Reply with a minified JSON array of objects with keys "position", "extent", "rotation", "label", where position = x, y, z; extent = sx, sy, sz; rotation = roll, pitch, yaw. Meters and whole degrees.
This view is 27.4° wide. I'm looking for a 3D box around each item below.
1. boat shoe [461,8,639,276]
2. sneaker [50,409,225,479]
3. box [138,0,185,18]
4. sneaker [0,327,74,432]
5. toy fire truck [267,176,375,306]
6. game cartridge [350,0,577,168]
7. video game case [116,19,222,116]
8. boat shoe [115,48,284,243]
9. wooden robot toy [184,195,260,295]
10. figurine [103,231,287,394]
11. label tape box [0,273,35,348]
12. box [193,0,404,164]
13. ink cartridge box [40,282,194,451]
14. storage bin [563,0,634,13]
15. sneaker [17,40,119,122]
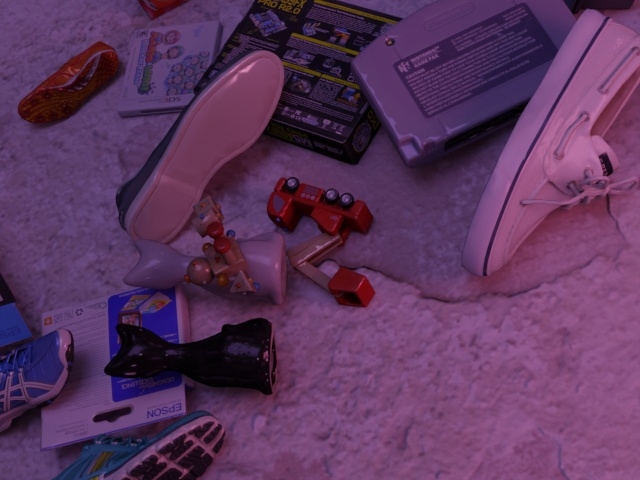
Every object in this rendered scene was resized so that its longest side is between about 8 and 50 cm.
[{"position":[0.314,-0.098,1.611],"extent":[0.156,0.136,0.367],"rotation":[27,78,15],"label":"boat shoe"},{"position":[-0.248,0.277,1.603],"extent":[0.275,0.107,0.110],"rotation":[-29,52,2],"label":"sneaker"},{"position":[-0.276,-0.492,2.069],"extent":[0.123,0.128,0.256],"rotation":[-27,55,3],"label":"box"},{"position":[-0.395,0.180,1.686],"extent":[0.211,0.081,0.080],"rotation":[-39,44,25],"label":"sneaker"},{"position":[0.000,0.000,1.714],"extent":[0.192,0.047,0.135],"rotation":[18,69,29],"label":"toy fire truck"},{"position":[0.200,-0.236,1.740],"extent":[0.294,0.060,0.196],"rotation":[-25,70,-5],"label":"game cartridge"},{"position":[-0.226,-0.259,1.974],"extent":[0.143,0.019,0.157],"rotation":[-4,59,18],"label":"video game case"},{"position":[-0.175,-0.141,1.797],"extent":[0.319,0.116,0.099],"rotation":[-53,42,9],"label":"boat shoe"},{"position":[-0.140,0.019,1.620],"extent":[0.079,0.076,0.173],"rotation":[-31,53,4],"label":"wooden robot toy"},{"position":[-0.155,0.086,1.659],"extent":[0.210,0.092,0.214],"rotation":[2,56,5],"label":"figurine"},{"position":[-0.557,0.086,1.777],"extent":[0.241,0.106,0.333],"rotation":[-18,50,-25],"label":"label tape box"},{"position":[-0.014,-0.242,1.860],"extent":[0.270,0.060,0.216],"rotation":[21,68,29],"label":"box"},{"position":[-0.267,0.166,1.713],"extent":[0.206,0.045,0.208],"rotation":[-15,55,12],"label":"ink cartridge box"},{"position":[0.377,-0.367,1.779],"extent":[0.091,0.098,0.135],"rotation":[5,57,-9],"label":"storage bin"},{"position":[-0.385,-0.238,2.006],"extent":[0.175,0.064,0.067],"rotation":[-34,34,-8],"label":"sneaker"}]
